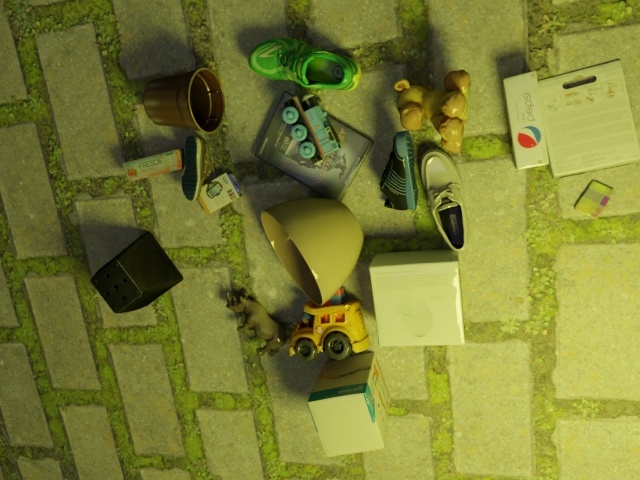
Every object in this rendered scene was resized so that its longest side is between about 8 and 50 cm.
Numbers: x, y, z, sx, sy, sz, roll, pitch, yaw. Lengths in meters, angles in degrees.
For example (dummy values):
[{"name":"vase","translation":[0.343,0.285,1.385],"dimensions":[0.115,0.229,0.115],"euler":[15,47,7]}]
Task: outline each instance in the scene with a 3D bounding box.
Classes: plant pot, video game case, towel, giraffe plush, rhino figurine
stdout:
[{"name":"plant pot","translation":[0.000,0.000,1.298],"dimensions":[0.190,0.284,0.284],"euler":[-32,97,-15]},{"name":"video game case","translation":[-0.022,-0.248,1.340],"dimensions":[0.274,0.026,0.196],"euler":[31,110,5]},{"name":"plant pot","translation":[-0.572,0.115,1.508],"dimensions":[0.187,0.167,0.188],"euler":[-33,96,21]},{"name":"towel","translation":[0.666,-0.098,1.210],"dimensions":[0.060,0.009,0.083],"euler":[27,109,7]},{"name":"plant pot","translation":[-0.371,-0.373,1.331],"dimensions":[0.165,0.167,0.167],"euler":[6,107,20]},{"name":"giraffe plush","translation":[0.257,-0.317,1.169],"dimensions":[0.170,0.210,0.182],"euler":[8,131,18]},{"name":"rhino figurine","translation":[-0.197,0.241,1.496],"dimensions":[0.243,0.073,0.106],"euler":[47,115,0]}]

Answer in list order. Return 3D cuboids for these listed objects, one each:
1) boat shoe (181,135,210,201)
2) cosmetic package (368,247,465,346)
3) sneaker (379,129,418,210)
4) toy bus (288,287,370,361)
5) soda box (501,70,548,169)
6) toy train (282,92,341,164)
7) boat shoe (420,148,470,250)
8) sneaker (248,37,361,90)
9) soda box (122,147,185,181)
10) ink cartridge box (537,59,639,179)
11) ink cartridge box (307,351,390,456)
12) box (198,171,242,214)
[{"name":"boat shoe","translation":[-0.346,-0.202,1.409],"dimensions":[0.066,0.066,0.183],"euler":[14,103,28]},{"name":"cosmetic package","translation":[0.259,0.147,1.316],"dimensions":[0.223,0.138,0.225],"euler":[-4,105,16]},{"name":"sneaker","translation":[0.189,-0.167,1.243],"dimensions":[0.090,0.081,0.232],"euler":[3,132,20]},{"name":"toy bus","translation":[0.015,0.225,1.408],"dimensions":[0.220,0.149,0.212],"euler":[-10,89,19]},{"name":"soda box","translation":[0.483,-0.282,1.175],"dimensions":[0.073,0.069,0.216],"euler":[-10,102,17]},{"name":"toy train","translation":[-0.023,-0.291,1.277],"dimensions":[0.105,0.080,0.184],"euler":[-25,96,10]},{"name":"boat shoe","translation":[0.317,-0.100,1.258],"dimensions":[0.096,0.088,0.268],"euler":[-12,102,17]},{"name":"sneaker","translation":[-0.046,-0.444,1.238],"dimensions":[0.295,0.123,0.110],"euler":[13,108,11]},{"name":"soda box","translation":[-0.477,-0.220,1.445],"dimensions":[0.183,0.063,0.058],"euler":[-10,102,16]},{"name":"ink cartridge box","translation":[0.621,-0.277,1.162],"dimensions":[0.188,0.066,0.233],"euler":[-11,81,17]},{"name":"ink cartridge box","translation":[0.088,0.453,1.395],"dimensions":[0.168,0.233,0.171],"euler":[-16,100,16]},{"name":"box","translation":[-0.290,-0.140,1.439],"dimensions":[0.136,0.028,0.081],"euler":[-26,97,17]}]
